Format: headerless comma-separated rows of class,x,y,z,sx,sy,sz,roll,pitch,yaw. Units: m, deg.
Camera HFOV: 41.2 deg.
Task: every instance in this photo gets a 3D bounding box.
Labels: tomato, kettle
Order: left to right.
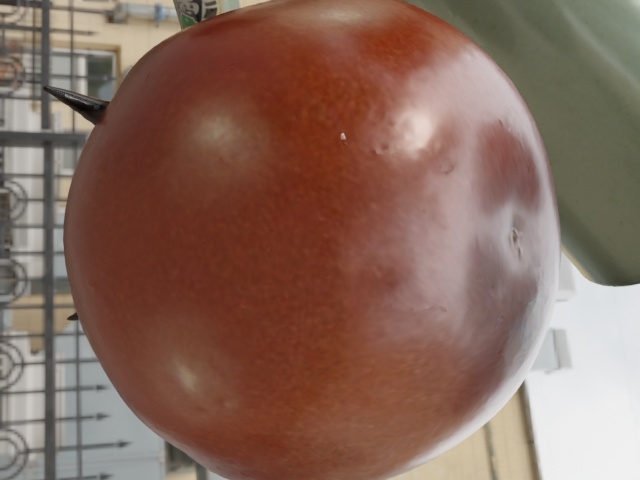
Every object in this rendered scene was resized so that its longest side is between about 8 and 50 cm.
tomato,0.000,0.000,0.437,0.224,0.255,0.256,4,-86,39
kettle,0.190,-0.155,0.822,0.361,0.376,0.250,-28,-156,52

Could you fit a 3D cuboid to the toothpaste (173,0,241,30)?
toothpaste,-0.081,-0.140,0.722,0.058,0.055,0.314,53,-17,38
